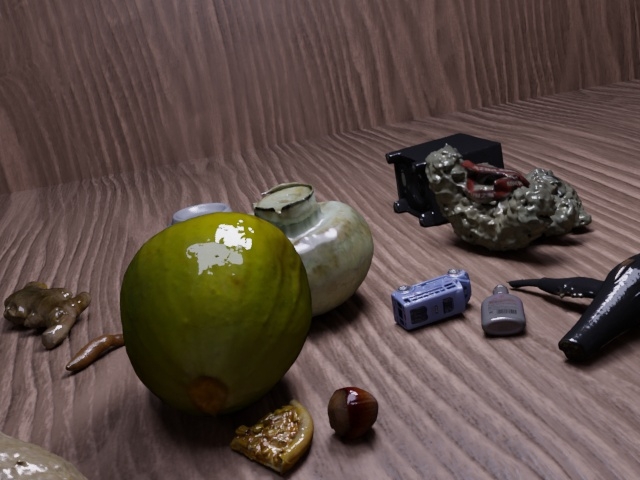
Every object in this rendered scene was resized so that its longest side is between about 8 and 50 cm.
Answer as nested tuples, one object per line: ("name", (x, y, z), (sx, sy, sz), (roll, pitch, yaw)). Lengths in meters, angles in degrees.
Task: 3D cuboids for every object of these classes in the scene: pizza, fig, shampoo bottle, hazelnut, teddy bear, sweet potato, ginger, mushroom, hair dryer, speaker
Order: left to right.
("ginger", (-0.623, 0.148, 1.850), (0.166, 0.080, 0.333), (-36, 27, -32))
("sweet potato", (-0.443, 0.215, 1.631), (0.044, 0.044, 0.179), (5, 23, 35))
("fig", (-0.173, 0.127, 1.337), (0.343, 0.343, 0.343), (-8, 18, 3))
("pizza", (-0.073, 0.293, 1.229), (0.131, 0.041, 0.178), (-4, 19, 20))
("mushroom", (-0.065, 0.024, 1.691), (0.352, 0.260, 0.352), (-10, 23, 4))
("hazelnut", (0.050, 0.260, 1.227), (0.086, 0.086, 0.086), (-8, 18, 3))
("speaker", (0.340, -0.167, 2.214), (0.254, 0.184, 0.232), (-17, 19, -15))
("shampoo bottle", (0.343, 0.129, 1.538), (0.080, 0.040, 0.165), (-6, 18, 12))
("teddy bear", (0.471, -0.105, 1.939), (0.367, 0.224, 0.357), (-19, 35, -36))
("hair dryer", (0.459, 0.113, 1.510), (0.303, 0.120, 0.359), (-35, 18, -26))

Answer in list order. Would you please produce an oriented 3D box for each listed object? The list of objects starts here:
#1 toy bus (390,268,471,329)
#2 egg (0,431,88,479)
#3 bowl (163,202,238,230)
("toy bus", (0.225, 0.117, 1.580), (0.167, 0.073, 0.076), (-17, 23, -15))
("egg", (-0.379, 0.338, 0.890), (0.310, 0.279, 0.279), (-17, 14, 24))
("bowl", (-0.283, 0.000, 2.027), (0.345, 0.157, 0.345), (-7, 17, 2))
